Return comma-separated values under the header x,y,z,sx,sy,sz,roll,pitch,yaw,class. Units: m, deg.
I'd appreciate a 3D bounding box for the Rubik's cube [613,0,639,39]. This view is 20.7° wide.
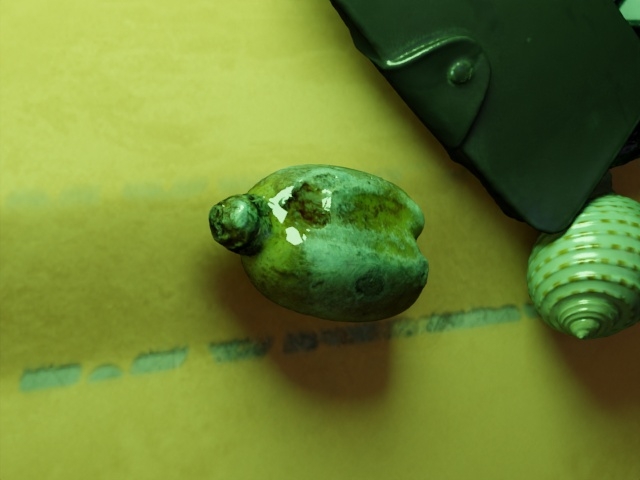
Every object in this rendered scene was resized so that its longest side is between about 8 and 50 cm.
x,y,z,sx,sy,sz,roll,pitch,yaw,class
0.392,-0.297,1.442,0.248,0.246,0.250,-13,105,-37,Rubik's cube

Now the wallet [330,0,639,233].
x,y,z,sx,sy,sz,roll,pitch,yaw,class
0.125,-0.176,1.337,0.197,0.051,0.377,-53,127,-13,wallet

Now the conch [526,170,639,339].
x,y,z,sx,sy,sz,roll,pitch,yaw,class
0.241,0.023,1.463,0.153,0.102,0.135,-52,139,-22,conch

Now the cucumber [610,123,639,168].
x,y,z,sx,sy,sz,roll,pitch,yaw,class
0.303,-0.111,1.517,0.214,0.058,0.052,-30,101,-30,cucumber

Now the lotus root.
x,y,z,sx,sy,sz,roll,pitch,yaw,class
0.000,0.000,1.265,0.192,0.088,0.113,10,74,-39,lotus root
